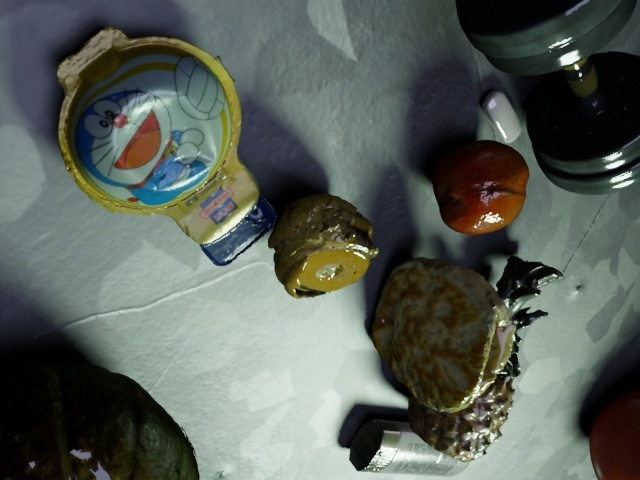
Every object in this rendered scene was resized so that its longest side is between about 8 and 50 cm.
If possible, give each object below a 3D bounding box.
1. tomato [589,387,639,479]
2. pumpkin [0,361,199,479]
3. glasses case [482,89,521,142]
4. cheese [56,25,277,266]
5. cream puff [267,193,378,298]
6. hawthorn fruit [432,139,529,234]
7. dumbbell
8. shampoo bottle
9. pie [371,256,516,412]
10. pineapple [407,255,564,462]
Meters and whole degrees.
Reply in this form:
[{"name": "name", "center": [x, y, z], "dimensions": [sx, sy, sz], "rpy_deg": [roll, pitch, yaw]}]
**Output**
[{"name": "tomato", "center": [0.676, 0.399, 1.352], "dimensions": [0.298, 0.298, 0.227], "rpy_deg": [-5, 86, -30]}, {"name": "pumpkin", "center": [-0.273, 0.274, 0.709], "dimensions": [0.320, 0.192, 0.321], "rpy_deg": [-16, 122, -26]}, {"name": "glasses case", "center": [0.232, -0.158, 0.887], "dimensions": [0.032, 0.021, 0.083], "rpy_deg": [-46, 131, 1]}, {"name": "cheese", "center": [-0.136, -0.081, 0.667], "dimensions": [0.177, 0.069, 0.270], "rpy_deg": [-41, 131, -5]}, {"name": "cream puff", "center": [0.000, 0.000, 0.778], "dimensions": [0.119, 0.104, 0.133], "rpy_deg": [-17, 143, 3]}, {"name": "hawthorn fruit", "center": [0.196, -0.064, 0.863], "dimensions": [0.128, 0.128, 0.128], "rpy_deg": [-16, 124, -24]}, {"name": "dumbbell", "center": [0.290, -0.203, 0.794], "dimensions": [0.185, 0.185, 0.388], "rpy_deg": [-46, 131, -1]}, {"name": "shampoo bottle", "center": [0.150, 0.332, 1.101], "dimensions": [0.227, 0.056, 0.086], "rpy_deg": [17, 109, -38]}, {"name": "pie", "center": [0.156, 0.123, 0.913], "dimensions": [0.084, 0.178, 0.205], "rpy_deg": [-13, 125, -47]}, {"name": "pineapple", "center": [0.243, 0.165, 1.003], "dimensions": [0.310, 0.141, 0.170], "rpy_deg": [-63, 166, 9]}]
